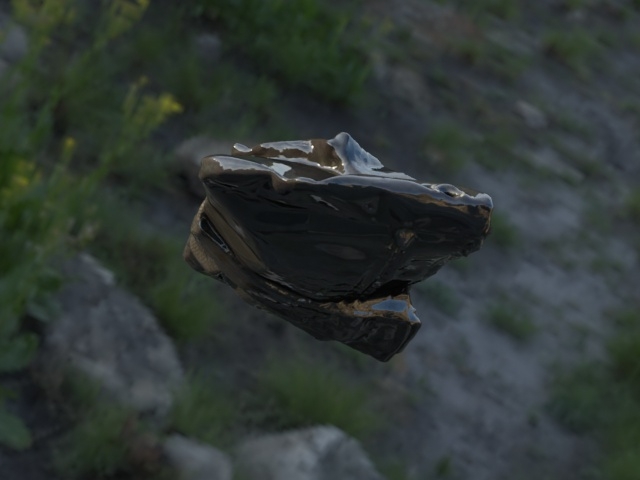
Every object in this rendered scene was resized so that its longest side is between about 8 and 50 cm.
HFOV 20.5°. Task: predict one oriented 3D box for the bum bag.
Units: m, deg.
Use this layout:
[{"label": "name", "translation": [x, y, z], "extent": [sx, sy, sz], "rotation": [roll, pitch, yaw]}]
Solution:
[{"label": "bum bag", "translation": [0.000, 0.000, 0.800], "extent": [0.123, 0.060, 0.248], "rotation": [19, -19, -4]}]
